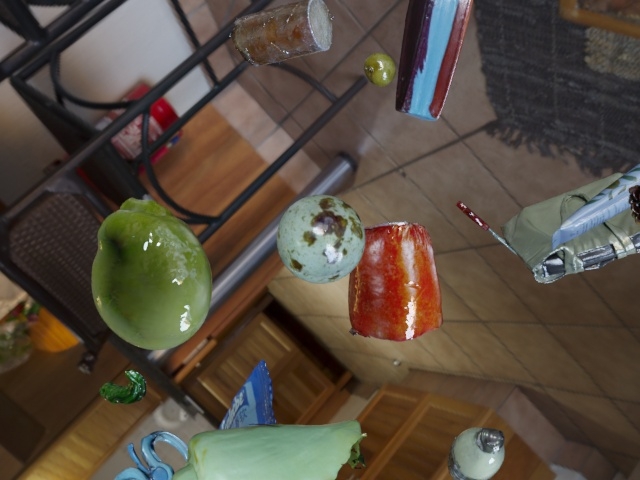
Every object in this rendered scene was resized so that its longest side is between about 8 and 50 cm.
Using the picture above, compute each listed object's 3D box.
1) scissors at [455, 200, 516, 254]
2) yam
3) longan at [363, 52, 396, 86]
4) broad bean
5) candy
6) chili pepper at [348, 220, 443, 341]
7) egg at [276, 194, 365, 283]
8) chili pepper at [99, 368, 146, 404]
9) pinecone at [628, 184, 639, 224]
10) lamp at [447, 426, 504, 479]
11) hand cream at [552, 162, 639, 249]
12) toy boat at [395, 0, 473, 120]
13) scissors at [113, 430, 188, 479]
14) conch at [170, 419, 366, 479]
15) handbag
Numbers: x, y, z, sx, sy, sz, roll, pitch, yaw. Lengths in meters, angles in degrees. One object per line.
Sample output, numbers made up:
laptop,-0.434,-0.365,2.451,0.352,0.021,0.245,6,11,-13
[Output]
scissors,0.430,-0.006,1.517,0.247,0.017,0.144,39,-168,-6
yam,-0.053,-0.296,0.902,0.141,0.079,0.079,-2,135,35
longan,0.125,-0.371,1.373,0.075,0.083,0.075,15,112,42
broad bean,-0.317,0.063,1.162,0.291,0.238,0.119,60,-168,17
candy,-0.162,0.421,1.348,0.331,0.077,0.187,-60,36,34
chili pepper,0.191,0.092,1.670,0.251,0.229,0.305,5,101,53
egg,0.000,0.000,1.211,0.169,0.169,0.231,43,172,4
chili pepper,-0.302,0.234,0.977,0.055,0.035,0.118,40,139,-16
pinecone,0.463,-0.057,0.858,0.077,0.077,0.083,40,165,13
lamp,0.311,0.436,1.271,0.101,0.101,0.250,37,148,20
hand cream,0.500,-0.074,1.051,0.058,0.271,0.091,58,-172,22
toy boat,0.188,-0.383,0.969,0.079,0.392,0.136,6,-168,-18
scissors,-0.224,0.522,1.134,0.393,0.180,0.032,51,127,1
conch,-0.057,0.281,0.724,0.143,0.250,0.137,97,166,-66
handbag,0.581,-0.032,1.426,0.253,0.316,0.109,-88,-26,-57
